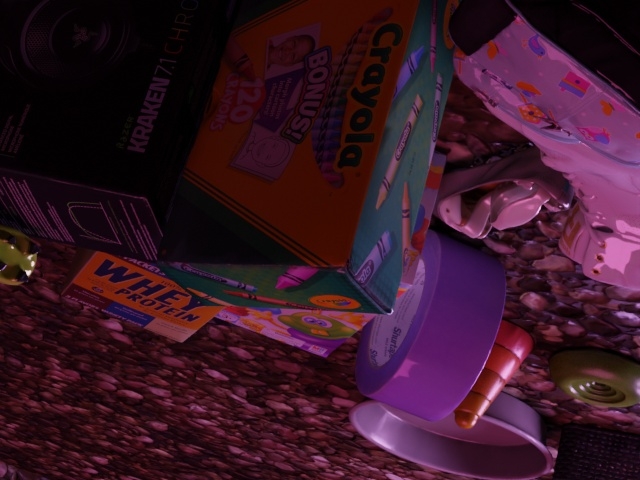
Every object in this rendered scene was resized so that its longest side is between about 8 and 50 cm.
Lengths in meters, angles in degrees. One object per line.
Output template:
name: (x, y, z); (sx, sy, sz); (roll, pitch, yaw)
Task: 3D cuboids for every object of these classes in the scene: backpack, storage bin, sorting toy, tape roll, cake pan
backpack: (0.193, -0.140, 0.928); (0.188, 0.166, 0.144); (33, 153, -1)
storage bin: (0.415, 0.322, 1.910); (0.180, 0.084, 0.122); (9, 155, 18)
sorting toy: (0.303, 0.202, 1.673); (0.365, 0.126, 0.127); (17, 156, 0)
tape roll: (0.113, 0.089, 1.470); (0.080, 0.189, 0.189); (24, 155, -14)
cake pan: (0.186, 0.260, 1.957); (0.293, 0.054, 0.293); (13, 156, 6)

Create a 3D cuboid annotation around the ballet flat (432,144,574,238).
ballet flat: (0.159, -0.037, 1.318); (0.072, 0.068, 0.213); (33, 152, -24)

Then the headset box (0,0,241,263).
headset box: (-0.223, -0.138, 1.131); (0.283, 0.246, 0.131); (13, 156, 11)

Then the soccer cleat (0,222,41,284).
soccer cleat: (-0.292, -0.015, 1.067); (0.072, 0.060, 0.179); (9, 158, 37)

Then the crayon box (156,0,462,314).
crayon box: (-0.001, -0.085, 1.060); (0.165, 0.279, 0.081); (1, 152, 31)

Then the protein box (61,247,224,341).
protein box: (-0.136, -0.036, 1.347); (0.136, 0.200, 0.201); (22, 155, -15)

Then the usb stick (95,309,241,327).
usb stick: (-0.184, 0.077, 1.812); (0.278, 0.045, 0.077); (4, 146, 26)

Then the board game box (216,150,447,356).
board game box: (0.000, 0.000, 1.403); (0.144, 0.142, 0.275); (21, 157, -9)

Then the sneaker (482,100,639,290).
sneaker: (0.228, -0.044, 1.161); (0.292, 0.108, 0.169); (23, 133, -17)
